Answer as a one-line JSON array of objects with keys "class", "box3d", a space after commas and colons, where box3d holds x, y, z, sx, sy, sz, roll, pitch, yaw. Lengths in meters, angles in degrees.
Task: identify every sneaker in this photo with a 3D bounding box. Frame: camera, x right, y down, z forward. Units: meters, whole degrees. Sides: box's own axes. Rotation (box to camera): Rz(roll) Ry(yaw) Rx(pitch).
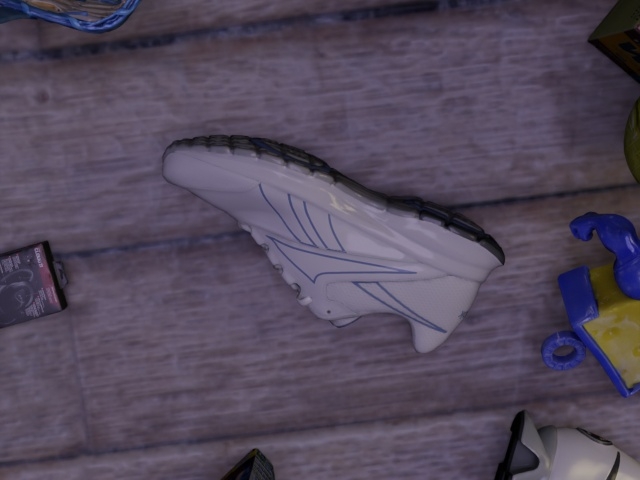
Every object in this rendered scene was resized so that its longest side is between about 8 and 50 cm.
[{"class": "sneaker", "box3d": [0.000, 0.000, 1.238, 0.297, 0.111, 0.129, 24, 101, -1]}, {"class": "sneaker", "box3d": [0.189, 0.322, 1.255, 0.146, 0.122, 0.330, 18, 95, 1]}]

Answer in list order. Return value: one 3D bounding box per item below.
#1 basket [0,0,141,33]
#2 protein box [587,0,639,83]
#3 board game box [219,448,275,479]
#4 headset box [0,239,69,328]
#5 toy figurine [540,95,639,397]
[{"class": "basket", "box3d": [-0.197, -0.287, 1.116, 0.201, 0.289, 0.254, 19, 98, 4]}, {"class": "protein box", "box3d": [0.339, -0.197, 1.167, 0.136, 0.201, 0.199, 38, 94, -3]}, {"class": "board game box", "box3d": [-0.107, 0.275, 1.215, 0.194, 0.194, 0.060, -44, 94, 4]}, {"class": "headset box", "box3d": [-0.259, 0.039, 1.276, 0.083, 0.032, 0.062, -17, 95, 1]}, {"class": "toy figurine", "box3d": [0.264, 0.059, 1.182, 0.217, 0.191, 0.362, -23, 131, 24]}]
